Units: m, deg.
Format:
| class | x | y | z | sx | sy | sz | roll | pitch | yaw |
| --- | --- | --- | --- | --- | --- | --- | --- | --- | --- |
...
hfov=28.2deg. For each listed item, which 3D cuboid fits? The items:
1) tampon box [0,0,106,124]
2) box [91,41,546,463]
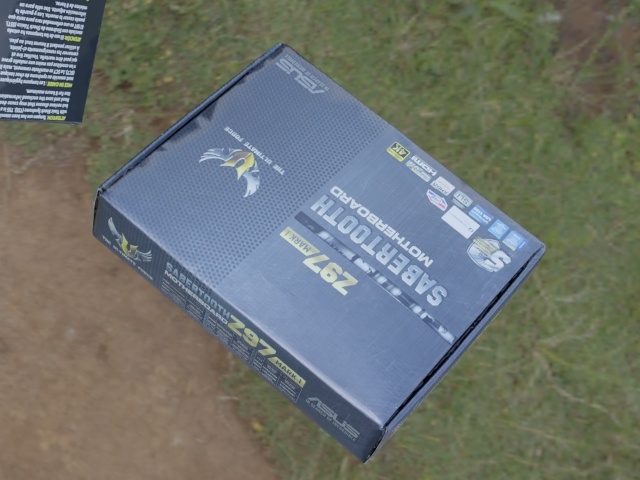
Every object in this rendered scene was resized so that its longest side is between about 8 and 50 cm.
| class | x | y | z | sx | sy | sz | roll | pitch | yaw |
| --- | --- | --- | --- | --- | --- | --- | --- | --- | --- |
| tampon box | -0.190 | -0.155 | 0.698 | 0.101 | 0.120 | 0.161 | -6 | 112 | -61 |
| box | 0.000 | 0.000 | 0.815 | 0.233 | 0.059 | 0.183 | 39 | 58 | 12 |
